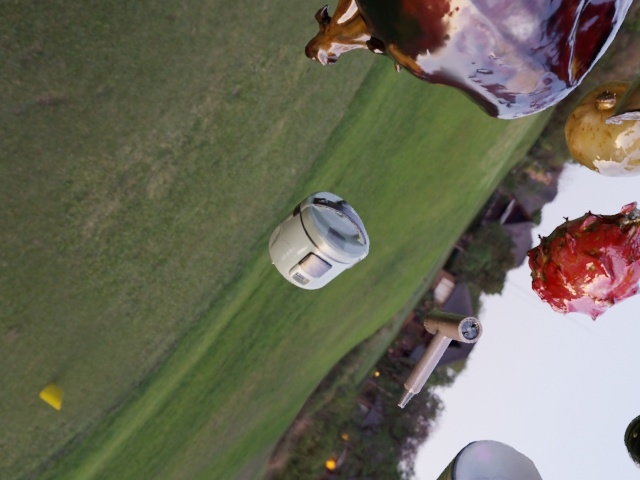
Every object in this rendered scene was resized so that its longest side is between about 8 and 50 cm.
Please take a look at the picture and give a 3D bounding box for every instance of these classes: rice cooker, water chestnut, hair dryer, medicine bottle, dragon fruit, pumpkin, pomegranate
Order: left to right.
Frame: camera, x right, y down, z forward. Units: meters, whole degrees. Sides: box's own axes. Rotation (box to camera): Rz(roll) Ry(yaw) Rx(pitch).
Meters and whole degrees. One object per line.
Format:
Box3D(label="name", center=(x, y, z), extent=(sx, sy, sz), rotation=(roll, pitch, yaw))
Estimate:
Box3D(label="rice cooker", center=(0.000, 0.000, 1.714), extent=(0.244, 0.226, 0.226), rotation=(-40, -178, 31))
Box3D(label="hair dryer", center=(0.225, 0.245, 1.320), extent=(0.220, 0.053, 0.195), rotation=(-58, -172, -10))
Box3D(label="water chestnut", center=(0.128, -0.269, 0.647), extent=(0.347, 0.335, 0.335), rotation=(-35, -178, 23))
Box3D(label="medicine bottle", center=(0.293, 0.553, 1.283), extent=(0.190, 0.190, 0.332), rotation=(-51, 164, -42))
Box3D(label="dragon fruit", center=(0.543, 0.039, 1.278), extent=(0.268, 0.205, 0.210), rotation=(-53, -151, 34))
Box3D(label="pomegranate", center=(0.642, -0.246, 1.400), extent=(0.215, 0.215, 0.215), rotation=(-56, 172, -12))
Box3D(label="pumpkin", center=(0.830, 0.509, 1.539), extent=(0.162, 0.220, 0.220), rotation=(-39, 174, 6))

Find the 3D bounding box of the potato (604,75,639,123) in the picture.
Box3D(label="potato", center=(0.430, -0.158, 0.624), extent=(0.120, 0.261, 0.100), rotation=(19, 79, -84))
